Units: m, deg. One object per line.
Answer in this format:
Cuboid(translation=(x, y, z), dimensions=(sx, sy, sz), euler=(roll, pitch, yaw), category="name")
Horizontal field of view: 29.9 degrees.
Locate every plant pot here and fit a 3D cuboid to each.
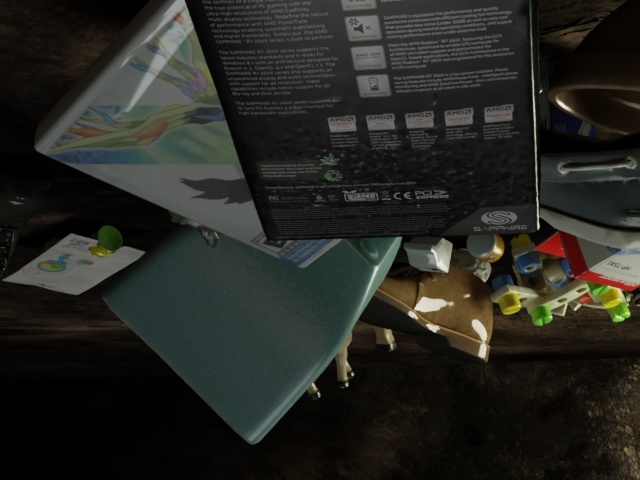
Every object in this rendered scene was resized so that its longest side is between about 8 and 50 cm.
Cuboid(translation=(0.315, -0.144, 0.983), dimensions=(0.237, 0.110, 0.237), euler=(15, 179, 0), category="plant pot")
Cuboid(translation=(-0.048, 0.028, 1.387), dimensions=(0.252, 0.248, 0.247), euler=(-44, -177, 29), category="plant pot")

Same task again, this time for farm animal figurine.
Cuboid(translation=(0.083, 0.088, 1.830), dimensions=(0.326, 0.172, 0.330), euler=(-5, -158, 16), category="farm animal figurine")

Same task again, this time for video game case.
Cuboid(translation=(-0.033, -0.111, 1.016), dimensions=(0.300, 0.036, 0.329), euler=(25, 137, -30), category="video game case")

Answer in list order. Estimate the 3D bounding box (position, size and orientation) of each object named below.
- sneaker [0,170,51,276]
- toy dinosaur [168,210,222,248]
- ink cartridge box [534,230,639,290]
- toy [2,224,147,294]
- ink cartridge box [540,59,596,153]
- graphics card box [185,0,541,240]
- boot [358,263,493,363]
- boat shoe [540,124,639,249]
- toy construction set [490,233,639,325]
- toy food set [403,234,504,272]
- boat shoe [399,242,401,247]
Cuboid(translation=(-0.433, -0.013, 1.584), dimensions=(0.109, 0.130, 0.286), euler=(10, 162, -28), category="sneaker")
Cuboid(translation=(-0.072, -0.126, 1.164), dimensions=(0.218, 0.164, 0.322), euler=(-27, 134, 34), category="toy dinosaur")
Cuboid(translation=(0.409, -0.004, 1.556), dimensions=(0.134, 0.078, 0.231), euler=(12, 143, -41), category="ink cartridge box")
Cuboid(translation=(-0.387, 0.023, 1.890), dimensions=(0.137, 0.056, 0.237), euler=(15, 156, -36), category="toy")
Cuboid(translation=(0.248, -0.104, 1.241), dimensions=(0.046, 0.097, 0.207), euler=(-1, 167, 5), category="ink cartridge box")
Cuboid(translation=(0.039, -0.140, 0.857), dimensions=(0.232, 0.094, 0.371), euler=(-3, 143, 11), category="graphics card box")
Cuboid(translation=(0.129, 0.074, 1.670), dimensions=(0.305, 0.115, 0.112), euler=(26, 165, -37), category="boot")
Cuboid(translation=(0.179, -0.086, 1.085), dimensions=(0.319, 0.099, 0.116), euler=(21, -142, 33), category="boat shoe")
Cuboid(translation=(0.388, 0.063, 1.816), dimensions=(0.215, 0.151, 0.327), euler=(-24, 166, 15), category="toy construction set")
Cuboid(translation=(0.112, -0.027, 1.525), dimensions=(0.232, 0.111, 0.104), euler=(6, 170, 31), category="toy food set")
Cuboid(translation=(0.000, 0.000, 1.673), dimensions=(0.113, 0.103, 0.302), euler=(-23, 175, 42), category="boat shoe")
